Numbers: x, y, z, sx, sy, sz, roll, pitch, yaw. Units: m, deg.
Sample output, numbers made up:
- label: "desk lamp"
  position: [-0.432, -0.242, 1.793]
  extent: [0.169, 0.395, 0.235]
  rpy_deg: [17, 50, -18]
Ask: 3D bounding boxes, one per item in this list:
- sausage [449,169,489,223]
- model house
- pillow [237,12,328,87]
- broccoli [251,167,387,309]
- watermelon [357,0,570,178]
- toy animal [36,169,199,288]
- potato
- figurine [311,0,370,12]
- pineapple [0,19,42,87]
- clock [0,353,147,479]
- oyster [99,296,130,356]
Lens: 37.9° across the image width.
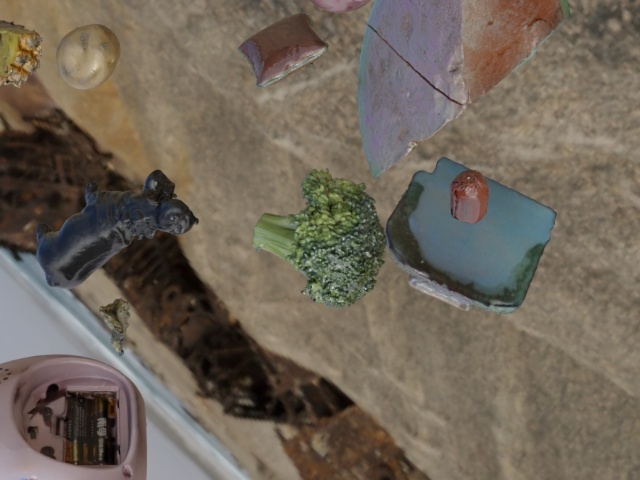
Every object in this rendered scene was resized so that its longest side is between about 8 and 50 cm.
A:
- label: "sausage"
  position: [0.282, -0.081, 1.766]
  extent: [0.076, 0.076, 0.141]
  rpy_deg: [37, 164, 25]
- label: "model house"
  position: [0.314, 0.022, 2.253]
  extent: [0.360, 0.297, 0.339]
  rpy_deg: [24, 164, -1]
- label: "pillow"
  position: [-0.075, -0.393, 1.938]
  extent: [0.075, 0.171, 0.179]
  rpy_deg: [60, -177, -41]
- label: "broccoli"
  position: [0.019, -0.006, 1.780]
  extent: [0.260, 0.235, 0.288]
  rpy_deg: [43, 166, 23]
- label: "watermelon"
  position: [0.211, -0.272, 1.346]
  extent: [0.292, 0.222, 0.319]
  rpy_deg: [-23, 70, 62]
- label: "toy animal"
  position: [-0.376, -0.034, 1.684]
  extent: [0.106, 0.343, 0.168]
  rpy_deg: [39, -147, -46]
- label: "potato"
  position: [-0.442, -0.348, 1.768]
  extent: [0.147, 0.112, 0.112]
  rpy_deg: [-37, 102, 31]
- label: "figurine"
  position: [0.040, -0.527, 1.818]
  extent: [0.173, 0.173, 0.173]
  rpy_deg: [40, 165, 13]
- label: "pineapple"
  position: [-0.638, -0.366, 1.852]
  extent: [0.233, 0.080, 0.135]
  rpy_deg: [25, 122, 37]
- label: "clock"
  position: [-0.455, 0.330, 1.431]
  extent: [0.368, 0.377, 0.250]
  rpy_deg: [-105, 26, -48]
- label: "oyster"
  position: [-0.378, 0.163, 1.754]
  extent: [0.146, 0.045, 0.121]
  rpy_deg: [-116, 18, -78]
